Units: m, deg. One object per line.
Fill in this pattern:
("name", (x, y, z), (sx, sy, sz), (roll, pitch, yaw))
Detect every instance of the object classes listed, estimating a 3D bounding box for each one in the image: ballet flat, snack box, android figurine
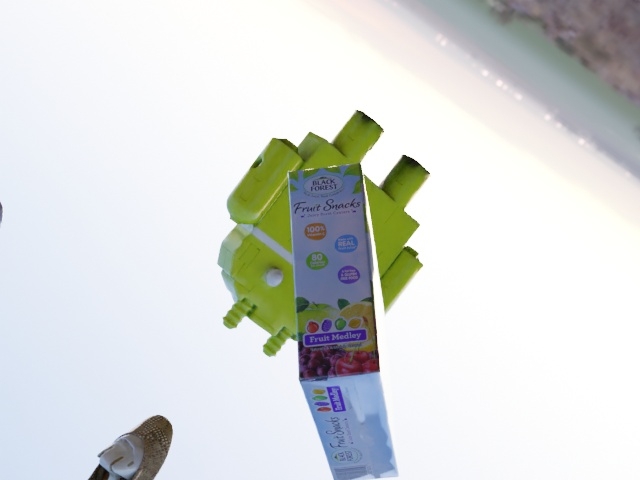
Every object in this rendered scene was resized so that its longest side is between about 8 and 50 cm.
("ballet flat", (-0.250, 0.290, 1.301), (0.073, 0.206, 0.067), (22, 162, 32))
("snack box", (0.012, 0.044, 0.514), (0.141, 0.037, 0.100), (78, -174, -61))
("android figurine", (0.000, 0.000, 1.194), (0.248, 0.273, 0.056), (41, 175, -32))

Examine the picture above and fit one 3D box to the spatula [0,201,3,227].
("spatula", (-0.249, -0.006, 0.746), (0.019, 0.168, 0.242), (6, -157, -31))
